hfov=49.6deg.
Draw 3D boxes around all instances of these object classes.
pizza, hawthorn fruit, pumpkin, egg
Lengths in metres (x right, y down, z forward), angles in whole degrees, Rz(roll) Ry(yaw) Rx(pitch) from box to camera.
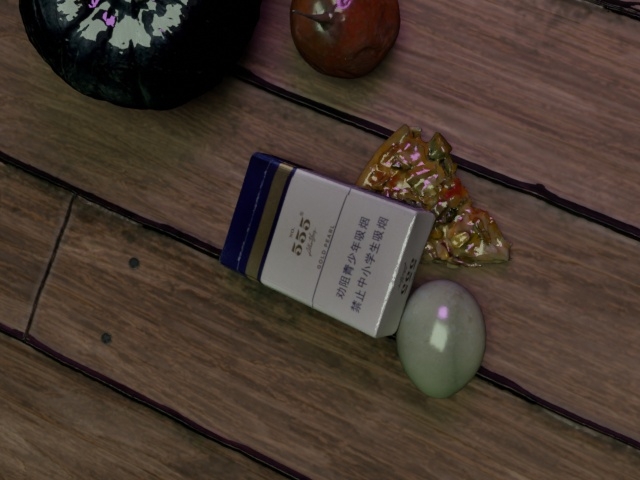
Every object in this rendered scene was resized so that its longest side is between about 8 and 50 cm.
[{"bbox_3d":[0.137,-0.035,0.900,0.147,0.069,0.226,-33,87,10],"label":"pizza"},{"bbox_3d":[0.032,-0.267,0.857,0.149,0.189,0.149,-2,119,-4],"label":"hawthorn fruit"},{"bbox_3d":[-0.219,-0.319,0.874,0.315,0.238,0.315,-3,112,-7],"label":"pumpkin"},{"bbox_3d":[0.153,0.125,0.882,0.114,0.114,0.152,0,94,12],"label":"egg"}]

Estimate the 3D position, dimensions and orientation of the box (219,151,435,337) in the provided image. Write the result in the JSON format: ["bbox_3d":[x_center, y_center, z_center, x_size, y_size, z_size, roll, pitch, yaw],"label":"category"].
[{"bbox_3d":[0.000,0.000,0.892,0.259,0.071,0.168,24,100,30],"label":"box"}]
